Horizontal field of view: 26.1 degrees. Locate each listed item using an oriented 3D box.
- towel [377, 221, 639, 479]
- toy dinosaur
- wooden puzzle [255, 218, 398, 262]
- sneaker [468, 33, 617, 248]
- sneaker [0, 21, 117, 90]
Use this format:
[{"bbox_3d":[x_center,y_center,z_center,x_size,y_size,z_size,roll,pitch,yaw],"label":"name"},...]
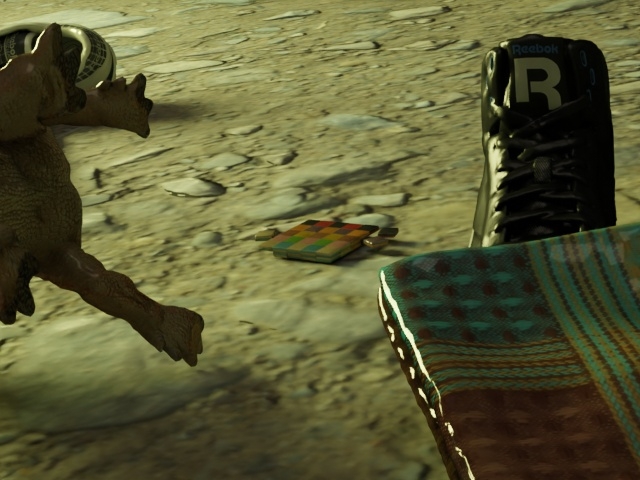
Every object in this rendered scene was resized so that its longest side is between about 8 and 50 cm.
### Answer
[{"bbox_3d":[0.222,0.042,0.444,0.370,0.040,0.271,-9,26,-6],"label":"towel"},{"bbox_3d":[-0.177,-0.009,0.584,0.200,0.127,0.295,-3,-7,19],"label":"toy dinosaur"},{"bbox_3d":[0.000,0.000,0.771,0.083,0.006,0.049,6,22,36],"label":"wooden puzzle"},{"bbox_3d":[0.097,-0.030,0.638,0.079,0.121,0.217,-4,18,12],"label":"sneaker"},{"bbox_3d":[-0.299,-0.154,1.201,0.235,0.090,0.095,-8,-2,1],"label":"sneaker"}]
